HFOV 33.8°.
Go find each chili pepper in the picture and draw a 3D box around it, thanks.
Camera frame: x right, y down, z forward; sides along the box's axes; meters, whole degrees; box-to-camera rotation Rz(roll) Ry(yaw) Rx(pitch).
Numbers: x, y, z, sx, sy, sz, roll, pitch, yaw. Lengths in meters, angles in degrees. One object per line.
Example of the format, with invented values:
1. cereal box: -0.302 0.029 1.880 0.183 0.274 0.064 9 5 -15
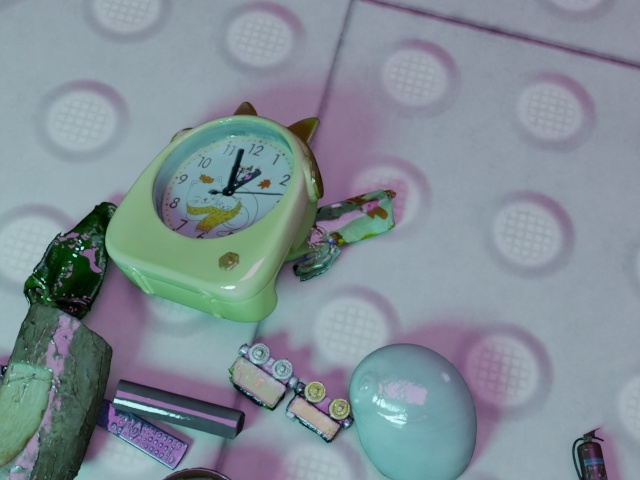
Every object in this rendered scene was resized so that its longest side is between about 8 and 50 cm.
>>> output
1. chili pepper: -0.367 0.033 1.622 0.108 0.062 0.216 28 67 1

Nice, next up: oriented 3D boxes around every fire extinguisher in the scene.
1. fire extinguisher: 0.403 0.344 1.558 0.056 0.039 0.132 0 67 -14

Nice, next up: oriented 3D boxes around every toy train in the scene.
1. toy train: -0.046 0.229 1.562 0.202 0.060 0.081 33 75 10

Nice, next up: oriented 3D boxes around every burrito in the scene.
1. burrito: 0.000 0.000 1.668 0.288 0.054 0.104 -18 71 -13

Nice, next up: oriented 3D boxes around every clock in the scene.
1. clock: -0.134 -0.060 1.607 0.286 0.117 0.348 17 62 28

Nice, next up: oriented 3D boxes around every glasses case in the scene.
1. glasses case: -0.206 0.245 1.534 0.191 0.072 0.042 14 83 2

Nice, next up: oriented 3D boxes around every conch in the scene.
1. conch: 0.136 0.255 1.532 0.185 0.121 0.221 -45 84 0

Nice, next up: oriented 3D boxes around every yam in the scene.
1. yam: -0.383 0.230 1.480 0.154 0.154 0.254 16 73 2

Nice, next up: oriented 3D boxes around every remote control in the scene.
1. remote control: -0.268 0.280 1.541 0.153 0.027 0.043 29 64 7

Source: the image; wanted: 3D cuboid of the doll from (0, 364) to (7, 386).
1. doll: -0.524 0.205 1.535 0.195 0.062 0.104 16 95 -5

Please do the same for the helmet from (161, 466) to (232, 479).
1. helmet: -0.167 0.407 1.449 0.155 0.106 0.175 -19 72 -10
